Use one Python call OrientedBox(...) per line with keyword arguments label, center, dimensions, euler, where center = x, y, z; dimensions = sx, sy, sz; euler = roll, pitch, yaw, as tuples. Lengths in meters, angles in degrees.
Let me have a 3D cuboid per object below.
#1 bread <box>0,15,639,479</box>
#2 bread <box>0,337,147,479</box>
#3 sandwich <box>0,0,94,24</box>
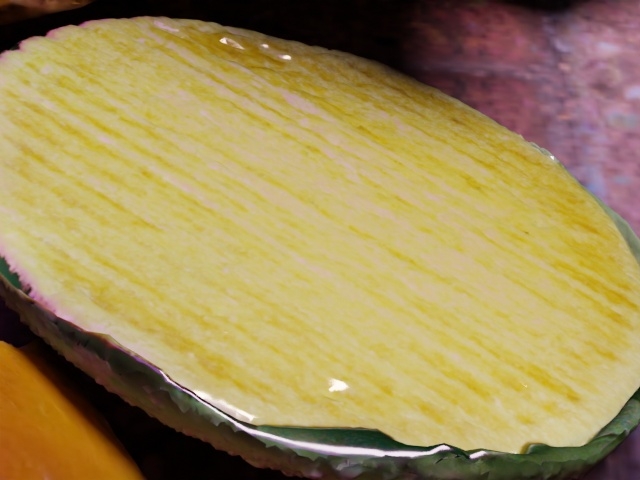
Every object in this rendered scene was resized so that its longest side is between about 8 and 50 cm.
OrientedBox(label="bread", center=(0.000, 0.000, 0.499), dimensions=(0.228, 0.033, 0.228), euler=(14, 31, -8))
OrientedBox(label="bread", center=(-0.081, 0.116, 0.343), dimensions=(0.185, 0.109, 0.380), euler=(-24, 46, -28))
OrientedBox(label="sandwich", center=(-0.042, -0.204, 0.620), dimensions=(0.325, 0.131, 0.262), euler=(-8, 36, 17))
